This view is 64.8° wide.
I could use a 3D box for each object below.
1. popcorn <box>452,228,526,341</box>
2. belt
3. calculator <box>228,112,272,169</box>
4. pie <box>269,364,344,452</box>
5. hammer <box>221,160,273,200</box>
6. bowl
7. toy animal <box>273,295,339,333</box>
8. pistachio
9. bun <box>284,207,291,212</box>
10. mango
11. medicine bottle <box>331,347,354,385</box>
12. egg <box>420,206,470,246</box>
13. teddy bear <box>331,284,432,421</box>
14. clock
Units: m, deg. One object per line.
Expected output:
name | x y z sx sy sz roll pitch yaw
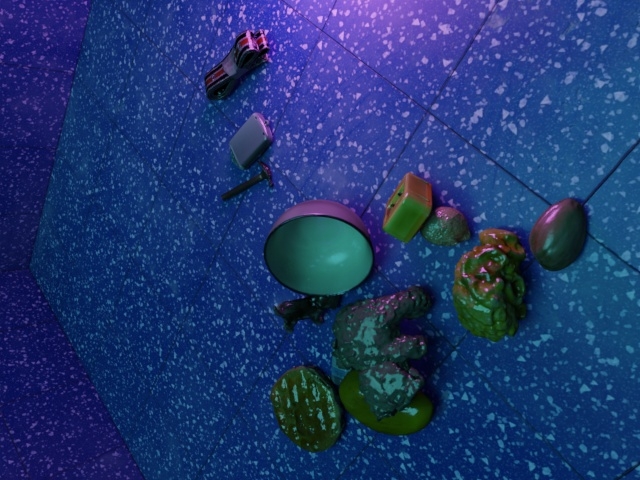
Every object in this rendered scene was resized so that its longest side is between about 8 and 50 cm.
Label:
popcorn | 0.436 0.120 1.309 0.173 0.225 0.286 6 101 36
belt | -0.328 -0.658 1.907 0.359 0.126 0.094 -28 77 40
calculator | -0.272 -0.382 1.946 0.246 0.045 0.141 -40 69 36
pie | -0.048 0.627 1.880 0.339 0.083 0.340 4 96 38
hammer | -0.300 -0.219 2.007 0.297 0.027 0.125 -24 81 40
bowl | 0.000 0.000 1.639 0.354 0.353 0.185 -46 24 34
toy animal | -0.050 0.230 1.773 0.169 0.233 0.121 90 159 -64
pistachio | 0.586 -0.015 1.244 0.126 0.108 0.186 16 100 13
bun | -0.102 -0.078 1.847 0.083 0.045 0.084 3 95 40
mango | 0.202 0.523 1.615 0.331 0.142 0.196 19 114 36
medicine bottle | 0.082 0.401 1.754 0.090 0.053 0.209 11 102 40
egg | 0.351 -0.038 1.428 0.139 0.116 0.118 -4 76 9
teddy bear | 0.184 0.346 1.528 0.357 0.224 0.368 -23 72 38
clock | 0.251 -0.095 1.444 0.096 0.202 0.144 26 120 -4
